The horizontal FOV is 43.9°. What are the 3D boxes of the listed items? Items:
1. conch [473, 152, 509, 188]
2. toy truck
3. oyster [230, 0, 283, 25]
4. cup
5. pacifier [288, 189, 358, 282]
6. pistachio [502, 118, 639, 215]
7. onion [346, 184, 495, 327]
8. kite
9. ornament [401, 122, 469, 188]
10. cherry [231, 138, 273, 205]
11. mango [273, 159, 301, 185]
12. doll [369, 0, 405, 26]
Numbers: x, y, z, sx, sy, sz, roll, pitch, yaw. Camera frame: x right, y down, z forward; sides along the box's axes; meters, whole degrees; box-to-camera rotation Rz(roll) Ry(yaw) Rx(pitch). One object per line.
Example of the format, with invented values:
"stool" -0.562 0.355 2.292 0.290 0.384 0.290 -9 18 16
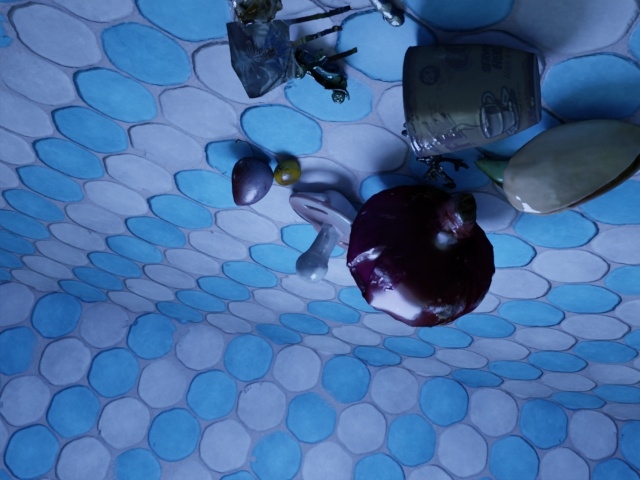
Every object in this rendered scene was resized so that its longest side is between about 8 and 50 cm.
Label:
"conch" 0.456 -0.160 1.948 0.170 0.079 0.106 21 154 10
"toy truck" 0.009 -0.372 1.743 0.154 0.080 0.078 28 124 -27
"oyster" -0.130 -0.483 1.595 0.148 0.051 0.103 -16 124 44
"cup" 0.322 -0.286 1.632 0.257 0.227 0.301 -1 180 18
"pacifier" 0.027 -0.021 2.277 0.220 0.273 0.332 -19 144 22
"pistachio" 0.555 -0.163 1.737 0.318 0.214 0.193 -20 139 30
"onion" 0.290 -0.009 2.030 0.398 0.398 0.420 19 136 -11
"kite" -0.061 -0.398 1.675 0.310 0.015 0.169 -2 109 29
"ornament" 0.321 -0.208 1.911 0.202 0.080 0.236 3 150 26
"cherry" -0.203 -0.168 2.143 0.115 0.148 0.188 50 -169 17
"mango" -0.089 -0.183 2.173 0.079 0.057 0.114 -25 168 3
"doll" 0.122 -0.460 1.549 0.037 0.027 0.125 -4 150 46
